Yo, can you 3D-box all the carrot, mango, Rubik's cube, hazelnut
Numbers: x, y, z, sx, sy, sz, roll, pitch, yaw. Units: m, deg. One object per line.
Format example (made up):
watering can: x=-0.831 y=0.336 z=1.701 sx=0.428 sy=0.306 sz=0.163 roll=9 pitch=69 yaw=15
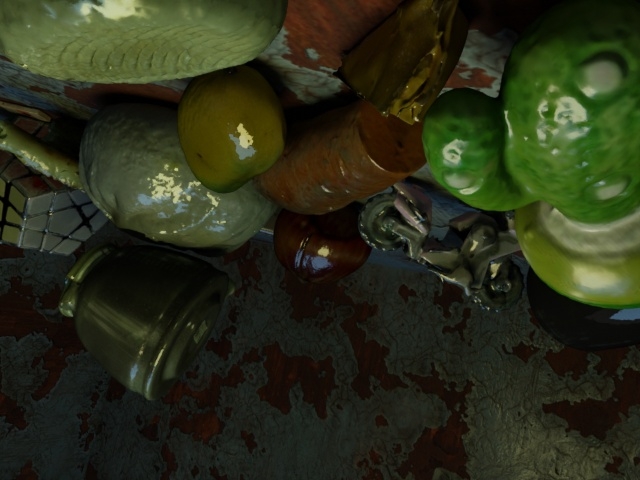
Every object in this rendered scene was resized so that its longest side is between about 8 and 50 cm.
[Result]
carrot: x=0.011 y=-0.101 z=0.691 sx=0.138 sy=0.139 sz=0.302 roll=16 pitch=173 yaw=-24
mango: x=-0.122 y=-0.134 z=0.675 sx=0.137 sy=0.091 sz=0.237 roll=54 pitch=149 yaw=-11
Rubik's cube: x=-0.606 y=-0.115 z=1.169 sx=0.264 sy=0.319 sz=0.319 roll=-14 pitch=175 yaw=-5
hazelnut: x=0.000 y=0.000 z=1.250 sx=0.229 sy=0.229 sz=0.229 roll=13 pitch=174 yaw=1

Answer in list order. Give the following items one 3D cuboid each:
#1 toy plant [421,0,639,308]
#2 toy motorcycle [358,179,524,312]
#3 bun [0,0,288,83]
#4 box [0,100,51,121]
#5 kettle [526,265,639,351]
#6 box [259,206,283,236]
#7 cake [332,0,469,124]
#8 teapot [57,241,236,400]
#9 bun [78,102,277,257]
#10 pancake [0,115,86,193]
toy plant: x=0.230 y=-0.062 z=0.438 sx=0.224 sy=0.184 sz=0.316 roll=-23 pitch=149 yaw=28
toy motorcycle: x=0.233 y=-0.015 z=0.941 sx=0.327 sy=0.188 sz=0.143 roll=29 pitch=-178 yaw=-8
bun: x=-0.119 y=-0.172 z=0.347 sx=0.195 sy=0.118 sz=0.195 roll=-8 pitch=-176 yaw=1
box: x=-0.588 y=-0.257 z=1.075 sx=0.083 sy=0.012 sz=0.046 roll=13 pitch=173 yaw=2
kettle: x=0.464 y=0.044 z=0.847 sx=0.268 sy=0.207 sz=0.290 roll=36 pitch=164 yaw=2
box: x=-0.108 y=-0.058 z=1.427 sx=0.243 sy=0.103 sz=0.055 roll=15 pitch=169 yaw=-14
cake: x=0.062 y=-0.126 z=0.456 sx=0.079 sy=0.116 sz=0.185 roll=21 pitch=167 yaw=-23
teapot: x=-0.287 y=0.084 z=0.936 sx=0.239 sy=0.321 sz=0.239 roll=29 pitch=136 yaw=5
bun: x=-0.246 y=-0.091 z=0.941 sx=0.362 sy=0.211 sz=0.362 roll=16 pitch=175 yaw=1
pancake: x=-0.452 y=-0.175 z=1.045 sx=0.197 sy=0.054 sz=0.376 roll=49 pitch=-163 yaw=10
